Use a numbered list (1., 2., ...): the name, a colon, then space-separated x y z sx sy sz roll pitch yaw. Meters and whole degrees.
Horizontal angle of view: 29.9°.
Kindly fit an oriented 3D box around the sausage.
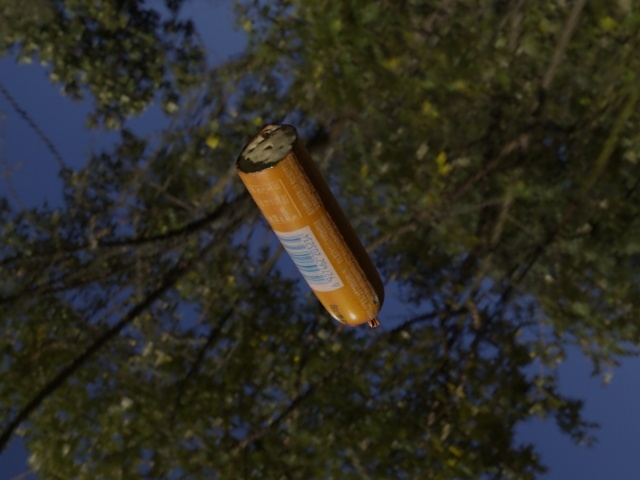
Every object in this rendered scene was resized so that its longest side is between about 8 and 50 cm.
1. sausage: 0.000 0.000 0.511 0.107 0.031 0.031 59 -170 -34
